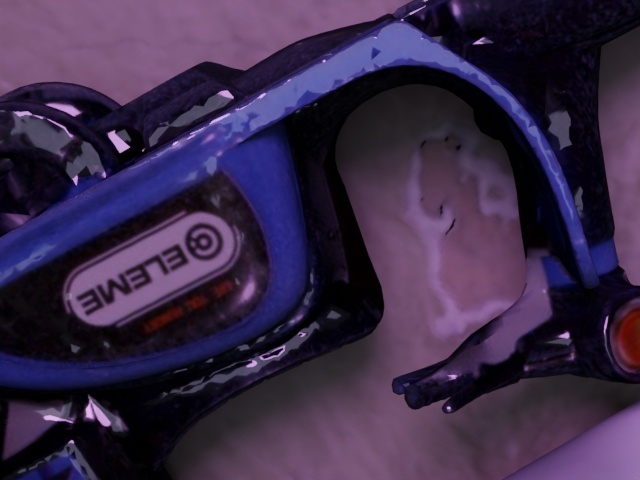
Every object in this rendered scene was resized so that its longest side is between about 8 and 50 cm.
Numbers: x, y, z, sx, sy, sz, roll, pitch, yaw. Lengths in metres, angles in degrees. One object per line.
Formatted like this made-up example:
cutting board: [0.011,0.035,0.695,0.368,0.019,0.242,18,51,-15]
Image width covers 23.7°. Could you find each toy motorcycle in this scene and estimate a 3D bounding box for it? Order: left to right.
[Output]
toy motorcycle: [0.000,0.000,0.569,0.359,0.125,0.212,-29,98,7]

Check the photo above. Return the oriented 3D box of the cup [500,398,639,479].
cup: [0.103,0.148,0.573,0.133,0.099,0.136,-31,89,5]
